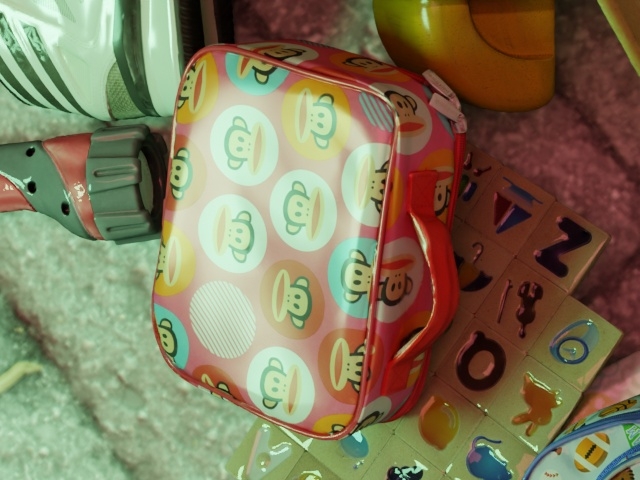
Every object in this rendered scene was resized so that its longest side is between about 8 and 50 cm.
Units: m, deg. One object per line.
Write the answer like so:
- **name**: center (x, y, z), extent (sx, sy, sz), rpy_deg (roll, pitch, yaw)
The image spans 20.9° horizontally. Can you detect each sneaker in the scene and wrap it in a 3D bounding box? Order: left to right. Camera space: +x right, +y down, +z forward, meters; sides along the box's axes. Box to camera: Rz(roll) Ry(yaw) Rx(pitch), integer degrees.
- **sneaker**: center (-0.220, -0.313, 1.431), extent (0.258, 0.169, 0.447), rpy_deg (1, 105, 15)

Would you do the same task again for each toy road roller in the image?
- **toy road roller**: center (0.071, -0.219, 1.353), extent (0.330, 0.202, 0.240), rpy_deg (-5, 101, -15)

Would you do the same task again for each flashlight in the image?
- **flashlight**: center (-0.282, -0.034, 1.497), extent (0.304, 0.103, 0.103), rpy_deg (-7, 113, 13)

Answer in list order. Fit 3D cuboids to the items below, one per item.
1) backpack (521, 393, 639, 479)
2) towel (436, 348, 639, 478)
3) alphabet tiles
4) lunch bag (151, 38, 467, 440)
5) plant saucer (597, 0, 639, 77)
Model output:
- **backpack**: center (0.270, 0.222, 1.223), extent (0.263, 0.213, 0.276), rpy_deg (-13, 83, 22)
- **towel**: center (0.313, 0.233, 1.354), extent (0.374, 0.090, 0.320), rpy_deg (-27, 77, 9)
- **alphabet tiles**: center (0.073, 0.094, 1.405), extent (0.285, 0.011, 0.342), rpy_deg (36, 93, 32)
- **lunch bag**: center (0.000, 0.000, 1.346), extent (0.258, 0.120, 0.293), rpy_deg (21, 110, 35)
- **plant saucer**: center (0.369, -0.229, 1.306), extent (0.333, 0.333, 0.081), rpy_deg (-32, 38, 7)
